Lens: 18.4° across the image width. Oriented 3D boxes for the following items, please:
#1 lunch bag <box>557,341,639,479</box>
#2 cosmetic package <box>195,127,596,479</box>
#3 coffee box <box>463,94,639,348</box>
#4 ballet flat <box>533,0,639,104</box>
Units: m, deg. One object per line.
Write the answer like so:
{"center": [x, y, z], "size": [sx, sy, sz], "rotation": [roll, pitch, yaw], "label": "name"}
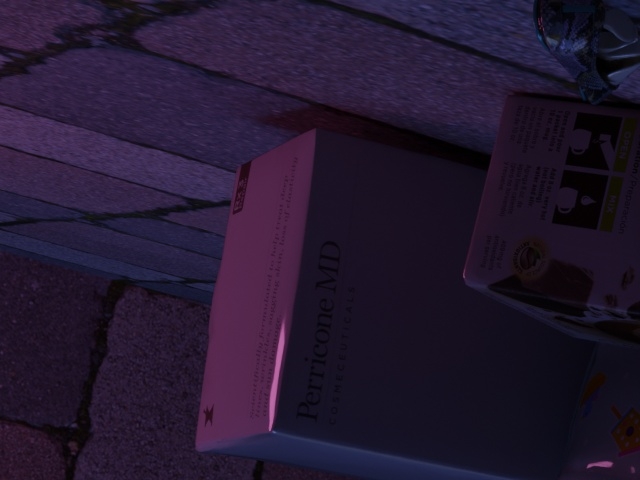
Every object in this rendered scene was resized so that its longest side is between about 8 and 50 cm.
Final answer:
{"center": [0.291, 0.090, 1.264], "size": [0.262, 0.223, 0.160], "rotation": [9, 166, 37], "label": "lunch bag"}
{"center": [0.121, 0.073, 1.399], "size": [0.385, 0.217, 0.156], "rotation": [12, 167, -24], "label": "cosmetic package"}
{"center": [0.255, 0.009, 1.106], "size": [0.297, 0.119, 0.168], "rotation": [9, 172, 32], "label": "coffee box"}
{"center": [0.127, -0.088, 0.900], "size": [0.041, 0.041, 0.114], "rotation": [11, 174, 20], "label": "ballet flat"}
